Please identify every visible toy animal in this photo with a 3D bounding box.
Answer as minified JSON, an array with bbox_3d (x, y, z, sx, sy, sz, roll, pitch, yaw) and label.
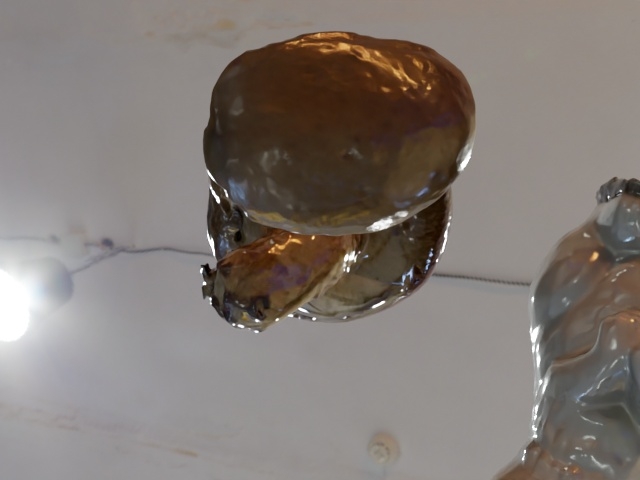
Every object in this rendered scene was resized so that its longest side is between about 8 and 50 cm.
[{"bbox_3d":[0.239,0.141,0.717,0.193,0.258,0.357,25,-97,12],"label":"toy animal"}]

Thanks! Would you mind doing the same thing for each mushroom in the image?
[{"bbox_3d":[0.006,-0.009,0.833,0.267,0.267,0.255,-17,-120,32],"label":"mushroom"}]

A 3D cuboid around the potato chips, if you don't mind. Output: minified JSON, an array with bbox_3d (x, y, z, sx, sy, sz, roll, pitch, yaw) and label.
[{"bbox_3d":[0.016,-0.078,0.613,0.201,0.049,0.150,3,-90,-3],"label":"potato chips"}]
